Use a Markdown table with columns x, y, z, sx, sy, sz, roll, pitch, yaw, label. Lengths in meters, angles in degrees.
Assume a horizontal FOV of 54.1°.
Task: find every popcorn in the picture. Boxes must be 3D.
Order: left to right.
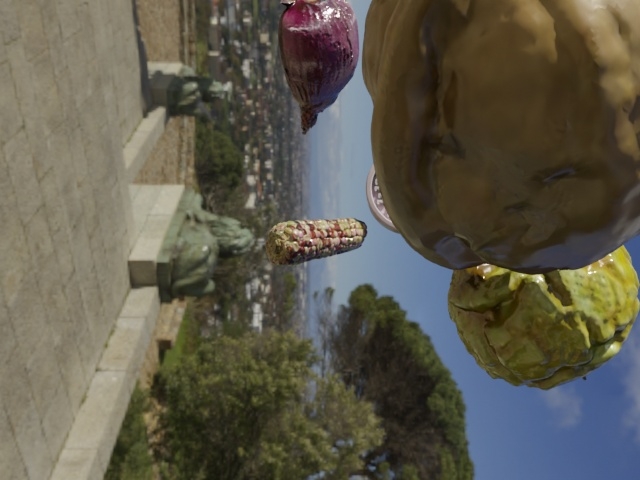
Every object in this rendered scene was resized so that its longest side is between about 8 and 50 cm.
| x | y | z | sx | sy | sz | roll | pitch | yaw | label |
| --- | --- | --- | --- | --- | --- | --- | --- | --- | --- |
| 0.328 | 0.082 | 0.927 | 0.282 | 0.282 | 0.247 | -89 | 156 | -84 | popcorn |

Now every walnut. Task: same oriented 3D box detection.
| x | y | z | sx | sy | sz | roll | pitch | yaw | label |
| --- | --- | --- | --- | --- | --- | --- | --- | --- | --- |
| 0.200 | -0.151 | 0.666 | 0.383 | 0.384 | 0.383 | 0 | 90 | -90 | walnut |

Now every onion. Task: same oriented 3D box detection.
| x | y | z | sx | sy | sz | roll | pitch | yaw | label |
| --- | --- | --- | --- | --- | --- | --- | --- | --- | --- |
| 0.018 | -0.432 | 1.545 | 0.267 | 0.159 | 0.348 | -56 | 146 | -50 | onion |

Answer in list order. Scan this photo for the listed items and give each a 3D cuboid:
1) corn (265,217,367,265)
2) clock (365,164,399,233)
| x | y | z | sx | sy | sz | roll | pitch | yaw | label |
| --- | --- | --- | --- | --- | --- | --- | --- | --- | --- |
| 0.000 | 0.000 | 1.331 | 0.281 | 0.092 | 0.092 | -6 | 99 | -46 | corn |
| 0.199 | -0.113 | 1.402 | 0.068 | 0.197 | 0.196 | 40 | 50 | -82 | clock |
